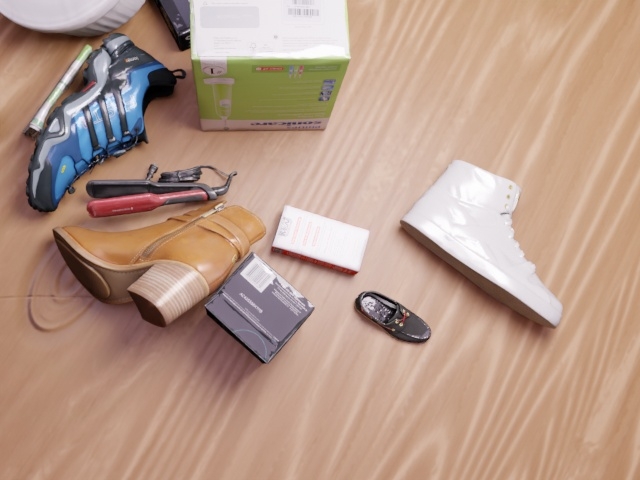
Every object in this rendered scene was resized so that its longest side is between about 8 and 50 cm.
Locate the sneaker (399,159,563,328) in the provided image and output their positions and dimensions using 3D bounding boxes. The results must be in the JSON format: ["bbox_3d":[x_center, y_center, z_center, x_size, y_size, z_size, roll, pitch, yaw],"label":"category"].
[{"bbox_3d":[0.291,-0.005,1.141,0.293,0.108,0.169,38,81,3],"label":"sneaker"}]

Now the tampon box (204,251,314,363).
[{"bbox_3d":[-0.090,0.102,1.051,0.120,0.161,0.101,42,78,1],"label":"tampon box"}]

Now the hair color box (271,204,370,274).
[{"bbox_3d":[0.000,0.000,1.141,0.141,0.043,0.071,18,78,-4],"label":"hair color box"}]

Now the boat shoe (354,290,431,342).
[{"bbox_3d":[0.115,0.121,1.133,0.133,0.042,0.048,29,76,-2],"label":"boat shoe"}]

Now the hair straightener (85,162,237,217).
[{"bbox_3d":[-0.244,-0.093,1.116,0.231,0.047,0.089,-11,57,-10],"label":"hair straightener"}]

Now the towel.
[{"bbox_3d":[-0.400,-0.224,1.110,0.023,0.113,0.152,36,75,-24],"label":"towel"}]

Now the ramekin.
[{"bbox_3d":[-0.374,-0.438,1.104,0.273,0.127,0.272,0,91,14],"label":"ramekin"}]

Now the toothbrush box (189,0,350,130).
[{"bbox_3d":[-0.080,-0.259,1.058,0.206,0.283,0.122,-2,79,-6],"label":"toothbrush box"}]

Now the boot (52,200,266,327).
[{"bbox_3d":[-0.241,-0.003,1.079,0.284,0.109,0.220,18,47,35],"label":"boot"}]

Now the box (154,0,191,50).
[{"bbox_3d":[-0.166,-0.506,1.206,0.293,0.073,0.295,-26,84,-9],"label":"box"}]

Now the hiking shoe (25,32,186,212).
[{"bbox_3d":[-0.332,-0.166,1.102,0.132,0.113,0.304,29,82,-7],"label":"hiking shoe"}]
